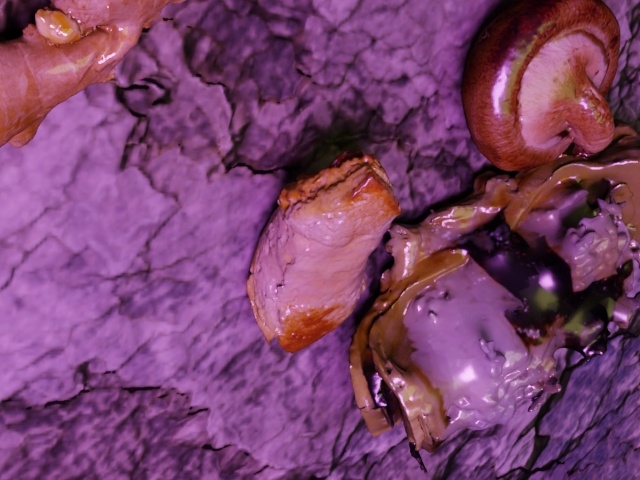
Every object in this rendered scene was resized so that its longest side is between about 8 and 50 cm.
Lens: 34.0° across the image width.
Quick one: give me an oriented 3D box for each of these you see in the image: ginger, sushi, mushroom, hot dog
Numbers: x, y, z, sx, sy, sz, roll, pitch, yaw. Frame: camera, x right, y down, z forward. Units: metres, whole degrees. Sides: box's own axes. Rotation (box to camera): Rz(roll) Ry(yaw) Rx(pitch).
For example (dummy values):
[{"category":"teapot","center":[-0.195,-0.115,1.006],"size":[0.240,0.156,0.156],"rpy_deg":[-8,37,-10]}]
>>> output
[{"category":"ginger","center":[-0.132,-0.098,0.484],"size":[0.176,0.052,0.193],"rpy_deg":[-18,122,-25]},{"category":"sushi","center":[0.136,0.025,0.721],"size":[0.291,0.131,0.139],"rpy_deg":[-35,132,-10]},{"category":"mushroom","center":[0.146,-0.106,0.684],"size":[0.127,0.087,0.127],"rpy_deg":[-23,127,-34]},{"category":"hot dog","center":[-0.001,-0.001,0.636],"size":[0.078,0.061,0.169],"rpy_deg":[-5,142,-30]}]
